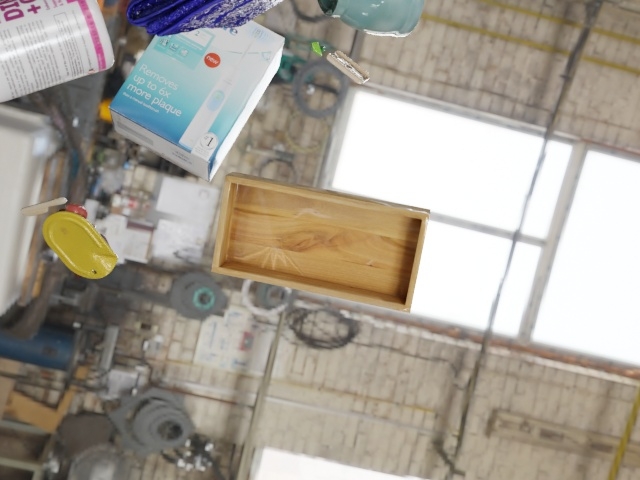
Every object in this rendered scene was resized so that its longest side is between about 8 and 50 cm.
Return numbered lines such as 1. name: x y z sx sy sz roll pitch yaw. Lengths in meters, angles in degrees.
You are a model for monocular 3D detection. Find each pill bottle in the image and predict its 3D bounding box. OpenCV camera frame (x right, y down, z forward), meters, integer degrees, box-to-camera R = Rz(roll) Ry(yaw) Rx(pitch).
1. pill bottle: -0.510 -0.328 1.532 0.160 0.283 0.160 56 -20 33

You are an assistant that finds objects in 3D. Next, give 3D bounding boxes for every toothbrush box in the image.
1. toothbrush box: -0.232 -0.298 1.736 0.295 0.216 0.126 -60 180 -17

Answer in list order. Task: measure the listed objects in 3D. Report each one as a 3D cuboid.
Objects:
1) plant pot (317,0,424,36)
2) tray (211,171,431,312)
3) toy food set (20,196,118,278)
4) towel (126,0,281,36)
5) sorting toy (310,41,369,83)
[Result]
1. plant pot: 0.101 -0.630 2.169 0.293 0.196 0.293 171 -90 -70
2. tray: 0.000 0.000 1.825 0.076 0.411 0.202 -48 149 -75
3. toy food set: -0.520 -0.020 1.953 0.128 0.218 0.071 -20 -151 26
4. towel: -0.123 -0.379 1.376 0.076 0.228 0.308 67 27 -9
5. sorting toy: 0.024 -0.228 1.161 0.012 0.083 0.062 -52 -179 22
